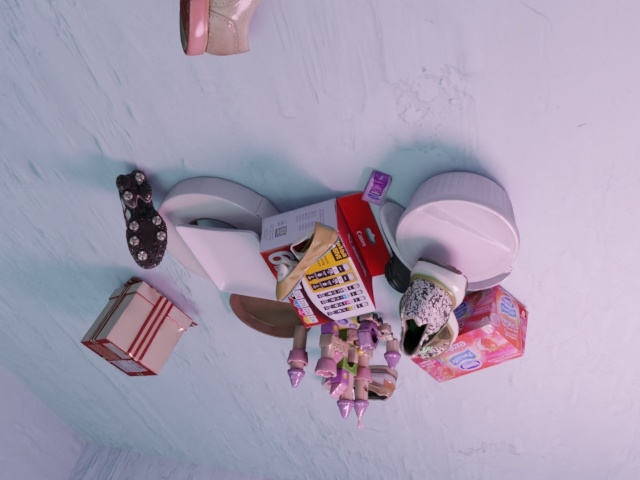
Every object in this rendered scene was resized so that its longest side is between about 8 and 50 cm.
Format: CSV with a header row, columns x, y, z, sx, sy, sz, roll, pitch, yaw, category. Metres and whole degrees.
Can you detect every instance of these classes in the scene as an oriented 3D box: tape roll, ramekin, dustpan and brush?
x,y,z,sx,sy,sz,roll,pitch,yaw,category
-0.267,-0.013,1.660,0.391,0.072,0.392,11,139,10,tape roll
0.313,-0.037,1.350,0.272,0.127,0.273,12,141,10,ramekin
0.364,0.095,1.533,0.147,0.060,0.211,38,138,-22,dustpan and brush

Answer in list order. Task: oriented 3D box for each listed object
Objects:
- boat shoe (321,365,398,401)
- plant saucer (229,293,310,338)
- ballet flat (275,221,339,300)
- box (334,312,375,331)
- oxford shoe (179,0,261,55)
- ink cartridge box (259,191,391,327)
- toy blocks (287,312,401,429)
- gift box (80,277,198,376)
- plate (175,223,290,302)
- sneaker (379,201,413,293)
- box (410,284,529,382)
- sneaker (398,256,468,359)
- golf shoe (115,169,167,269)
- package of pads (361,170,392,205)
x,y,z,sx,sy,sz,roll,pitch,yaw,category
0.122,0.505,2.075,0.302,0.103,0.113,-16,129,36,boat shoe
-0.156,0.220,1.909,0.277,0.041,0.278,12,141,10,plant saucer
-0.051,0.044,1.378,0.073,0.080,0.232,35,113,-16,ballet flat
0.066,0.234,1.832,0.179,0.043,0.105,-21,127,42,box
-0.153,-0.505,1.030,0.146,0.141,0.397,-2,142,-23,oxford shoe
0.031,0.055,1.521,0.271,0.130,0.310,-16,131,14,ink cartridge box
0.086,0.406,1.803,0.308,0.260,0.288,-14,145,31,toy blocks
-0.589,0.292,1.994,0.276,0.258,0.255,-11,132,42,gift box
-0.219,0.053,1.598,0.277,0.045,0.278,6,141,33,plate
0.197,0.036,1.504,0.146,0.105,0.296,-7,125,52,sneaker
0.399,0.257,1.630,0.142,0.154,0.300,40,136,-16,box
0.231,0.207,1.426,0.158,0.182,0.410,28,152,24,sneaker
-0.472,-0.049,1.591,0.105,0.273,0.120,-11,166,-19,golf shoe
0.132,-0.121,1.401,0.050,0.032,0.083,18,141,-3,package of pads
